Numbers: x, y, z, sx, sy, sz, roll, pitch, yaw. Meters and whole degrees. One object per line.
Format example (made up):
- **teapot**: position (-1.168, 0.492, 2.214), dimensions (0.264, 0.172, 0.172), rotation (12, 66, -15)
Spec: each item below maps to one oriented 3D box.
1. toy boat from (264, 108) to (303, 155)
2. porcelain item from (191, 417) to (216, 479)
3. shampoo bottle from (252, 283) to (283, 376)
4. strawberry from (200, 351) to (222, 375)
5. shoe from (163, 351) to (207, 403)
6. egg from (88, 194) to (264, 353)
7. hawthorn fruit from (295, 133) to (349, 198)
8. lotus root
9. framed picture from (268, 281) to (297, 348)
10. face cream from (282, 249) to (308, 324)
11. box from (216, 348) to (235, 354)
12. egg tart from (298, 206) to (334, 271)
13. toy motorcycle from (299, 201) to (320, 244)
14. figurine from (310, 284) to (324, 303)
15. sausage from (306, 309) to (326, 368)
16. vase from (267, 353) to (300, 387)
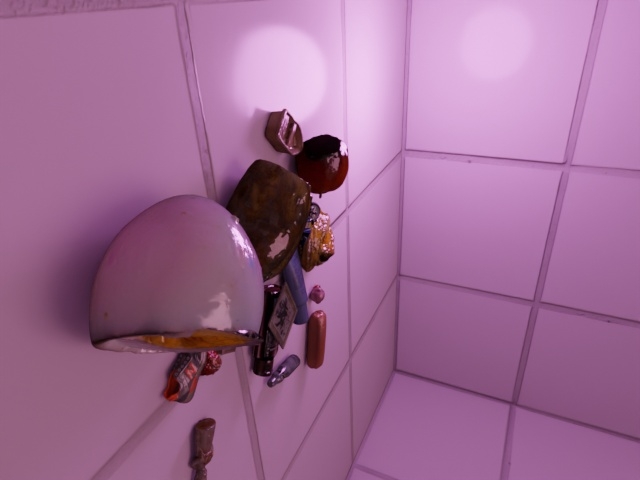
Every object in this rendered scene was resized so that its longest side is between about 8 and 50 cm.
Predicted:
- **toy boat**: position (-0.119, -0.359, 1.555), dimensions (0.188, 0.061, 0.116), rotation (42, 60, -63)
- **porcelain item**: position (-0.368, 0.670, 1.419), dimensions (0.084, 0.054, 0.213), rotation (-9, 109, -64)
- **shampoo bottle**: position (-0.191, 0.327, 1.651), dimensions (0.129, 0.084, 0.323), rotation (-14, 114, -68)
- **strawberry**: position (-0.334, 0.351, 1.334), dimensions (0.083, 0.083, 0.097), rotation (-35, 122, -59)
- **shoe**: position (-0.374, 0.354, 1.255), dimensions (0.077, 0.074, 0.195), rotation (25, 79, -61)
- **egg**: position (-0.298, 0.062, 0.990), dimensions (0.354, 0.354, 0.340), rotation (42, 41, -64)
- **hawthorn fruit**: position (0.009, -0.273, 1.715), dimensions (0.215, 0.215, 0.250), rotation (-44, 138, -54)
- **lotus root**: position (-0.170, -0.039, 1.353), dimensions (0.250, 0.250, 0.346), rotation (54, 50, -60)
- **framed picture**: position (-0.132, 0.276, 1.647), dimensions (0.231, 0.010, 0.173), rotation (74, 31, -56)
- **face cream**: position (-0.105, 0.152, 1.778), dimensions (0.136, 0.086, 0.386), rotation (-58, 144, -61)
- **box**: position (-0.298, 0.318, 1.455), dimensions (0.083, 0.035, 0.080), rotation (15, 85, -68)
- **egg tart**: position (0.000, 0.000, 1.885), dimensions (0.297, 0.132, 0.298), rotation (7, 90, -79)
- **toy motorcycle**: position (-0.108, -0.067, 1.630), dimensions (0.315, 0.113, 0.169), rotation (1, 102, -53)
- **figurine**: position (-0.014, 0.247, 2.045), dimensions (0.066, 0.071, 0.084), rotation (-9, 103, -22)
- **sausage**: position (-0.019, 0.459, 2.104), dimensions (0.086, 0.086, 0.289), rotation (-27, 125, -62)
- **vase**: position (-0.153, 0.536, 1.852), dimensions (0.211, 0.059, 0.060), rotation (-30, 126, -61)
